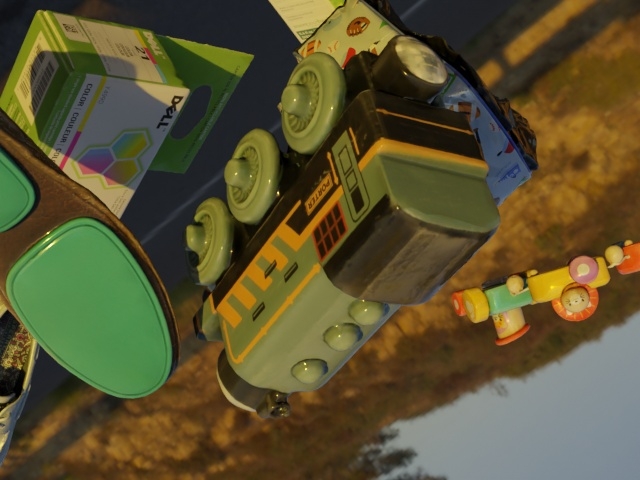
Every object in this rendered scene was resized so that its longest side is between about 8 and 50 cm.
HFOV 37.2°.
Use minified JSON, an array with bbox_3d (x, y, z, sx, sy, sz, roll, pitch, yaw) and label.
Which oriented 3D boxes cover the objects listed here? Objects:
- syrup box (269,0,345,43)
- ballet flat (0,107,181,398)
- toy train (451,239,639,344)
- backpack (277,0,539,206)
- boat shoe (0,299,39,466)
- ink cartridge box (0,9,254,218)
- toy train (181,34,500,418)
[{"bbox_3d":[-0.033,-0.344,1.101,0.093,0.237,0.096,-6,-123,32],"label":"syrup box"},{"bbox_3d":[-0.226,-0.021,0.727,0.116,0.342,0.124,-37,-148,6],"label":"ballet flat"},{"bbox_3d":[0.180,0.035,0.683,0.166,0.046,0.125,-21,174,38],"label":"toy train"},{"bbox_3d":[0.099,-0.125,1.054,0.276,0.263,0.213,37,91,-40],"label":"backpack"},{"bbox_3d":[-0.354,0.162,1.014,0.081,0.079,0.228,-9,-116,69],"label":"boat shoe"},{"bbox_3d":[-0.188,-0.113,0.968,0.255,0.097,0.189,1,135,-43],"label":"ink cartridge box"},{"bbox_3d":[0.000,0.000,0.747,0.142,0.190,0.334,11,137,-32],"label":"toy train"}]
